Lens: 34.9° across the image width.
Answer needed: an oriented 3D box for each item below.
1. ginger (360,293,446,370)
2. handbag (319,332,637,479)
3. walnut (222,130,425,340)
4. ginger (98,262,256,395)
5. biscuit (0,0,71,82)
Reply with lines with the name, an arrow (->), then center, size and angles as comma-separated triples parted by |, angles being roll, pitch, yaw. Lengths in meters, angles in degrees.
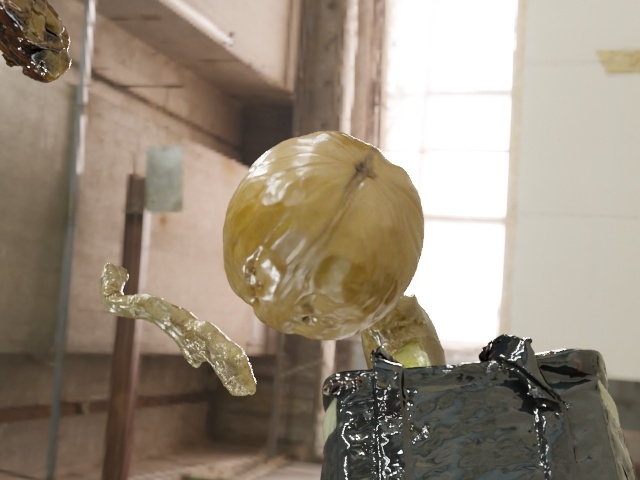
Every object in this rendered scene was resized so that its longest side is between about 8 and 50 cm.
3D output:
ginger -> 0.139, 0.213, 1.589 | 0.219, 0.123, 0.270 | 68, -172, -78
handbag -> 0.125, 0.187, 0.833 | 0.181, 0.254, 0.181 | 71, -165, -57
walnut -> 0.000, 0.000, 1.009 | 0.222, 0.195, 0.195 | 117, 170, -55
ginger -> -0.201, 0.123, 1.414 | 0.075, 0.288, 0.089 | -47, -23, -35
biscuit -> -0.479, -0.362, 1.441 | 0.081, 0.289, 0.334 | -52, -45, -16
